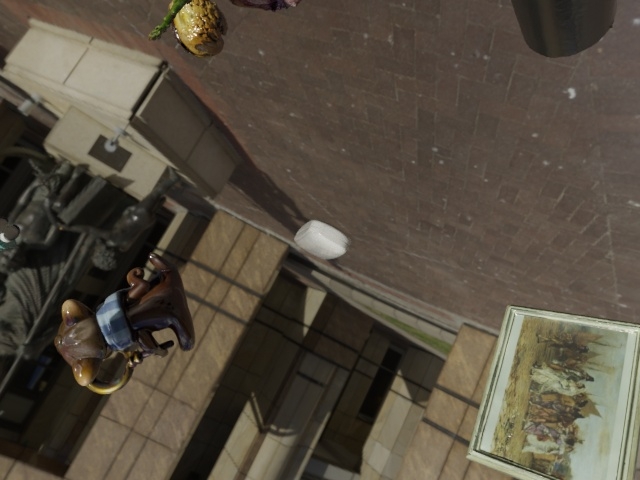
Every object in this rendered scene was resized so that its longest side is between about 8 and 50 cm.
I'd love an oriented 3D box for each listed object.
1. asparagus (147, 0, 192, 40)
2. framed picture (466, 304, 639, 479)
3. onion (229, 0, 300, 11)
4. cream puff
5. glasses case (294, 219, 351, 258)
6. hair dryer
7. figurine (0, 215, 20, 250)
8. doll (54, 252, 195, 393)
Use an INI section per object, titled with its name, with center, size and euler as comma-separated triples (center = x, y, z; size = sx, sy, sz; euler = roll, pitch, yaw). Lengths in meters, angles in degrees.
[asparagus]
center = -0.255, -0.382, 0.773
size = 0.023, 0.022, 0.233
euler = 0, -179, -35
[framed picture]
center = 0.353, 0.227, 0.678
size = 0.217, 0.274, 0.017
euler = 3, 148, 39
[onion]
center = -0.071, -0.333, 0.424
size = 0.135, 0.173, 0.198
euler = 52, -164, 21
[cream puff]
center = -0.254, -0.459, 0.968
size = 0.104, 0.119, 0.133
euler = 3, 126, 36
[glasses case]
center = 0.000, 0.000, 0.797
size = 0.074, 0.049, 0.193
euler = 30, 171, -8
[hair dryer]
center = 0.185, -0.308, 0.389
size = 0.089, 0.251, 0.197
euler = -17, 163, 30
[figurine]
center = -0.433, 0.002, 0.579
size = 0.106, 0.047, 0.060
euler = -24, 146, 24
[doll]
center = -0.502, 0.221, 1.195
size = 0.209, 0.340, 0.317
euler = -6, 105, 59
